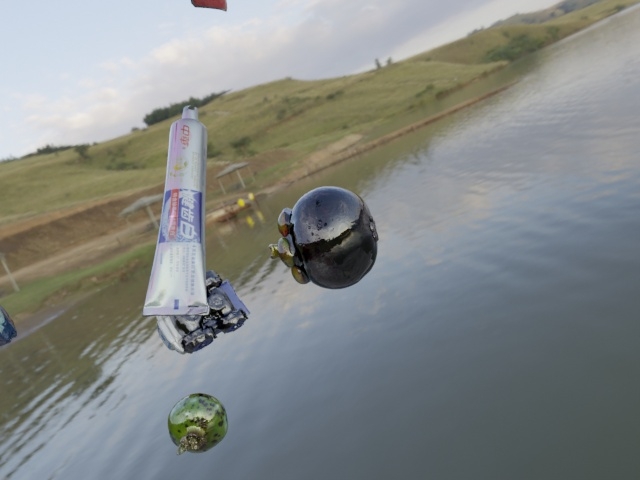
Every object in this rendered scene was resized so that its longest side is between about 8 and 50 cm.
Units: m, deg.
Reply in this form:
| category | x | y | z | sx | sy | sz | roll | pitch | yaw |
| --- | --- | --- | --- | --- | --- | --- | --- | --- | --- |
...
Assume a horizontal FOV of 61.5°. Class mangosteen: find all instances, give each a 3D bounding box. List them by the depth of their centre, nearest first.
| category | x | y | z | sx | sy | sz | roll | pitch | yaw |
| --- | --- | --- | --- | --- | --- | --- | --- | --- | --- |
| mangosteen | 0.000 | 0.000 | 1.433 | 0.303 | 0.274 | 0.275 | -13 | 12 | 16 |

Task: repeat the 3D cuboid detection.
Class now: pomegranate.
| category | x | y | z | sx | sy | sz | roll | pitch | yaw |
| --- | --- | --- | --- | --- | --- | --- | --- | --- | --- |
| pomegranate | -0.246 | 0.372 | 1.068 | 0.122 | 0.122 | 0.161 | -23 | 12 | 3 |

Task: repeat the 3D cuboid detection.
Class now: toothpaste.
| category | x | y | z | sx | sy | sz | roll | pitch | yaw |
| --- | --- | --- | --- | --- | --- | --- | --- | --- | --- |
| toothpaste | -0.100 | -0.027 | 0.394 | 0.045 | 0.169 | 0.028 | 1 | -24 | -6 |

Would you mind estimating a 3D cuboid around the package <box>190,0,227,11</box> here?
| category | x | y | z | sx | sy | sz | roll | pitch | yaw |
| --- | --- | --- | --- | --- | --- | --- | --- | --- | --- |
| package | -0.282 | -0.668 | 1.263 | 0.030 | 0.239 | 0.154 | -6 | 15 | 29 |

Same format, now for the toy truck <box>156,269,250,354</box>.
| category | x | y | z | sx | sy | sz | roll | pitch | yaw |
| --- | --- | --- | --- | --- | --- | --- | --- | --- | --- |
| toy truck | -0.292 | 0.191 | 1.314 | 0.213 | 0.161 | 0.177 | -26 | -18 | -33 |

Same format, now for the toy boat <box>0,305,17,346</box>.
| category | x | y | z | sx | sy | sz | roll | pitch | yaw |
| --- | --- | --- | --- | --- | --- | --- | --- | --- | --- |
| toy boat | -0.399 | 0.065 | 0.495 | 0.291 | 0.221 | 0.066 | -32 | 38 | 54 |
